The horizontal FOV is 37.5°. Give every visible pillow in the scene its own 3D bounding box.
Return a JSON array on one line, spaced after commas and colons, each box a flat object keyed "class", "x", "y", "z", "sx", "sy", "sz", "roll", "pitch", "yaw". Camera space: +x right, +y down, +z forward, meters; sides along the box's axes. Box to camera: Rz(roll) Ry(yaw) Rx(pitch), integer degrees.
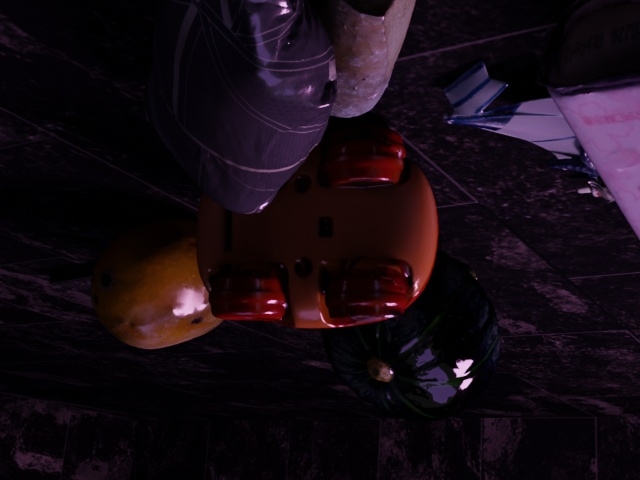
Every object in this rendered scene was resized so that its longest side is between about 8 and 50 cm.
[{"class": "pillow", "x": -0.069, "y": -0.119, "z": 0.710, "sx": 0.161, "sy": 0.092, "sz": 0.335, "roll": 41, "pitch": 161, "yaw": 1}]

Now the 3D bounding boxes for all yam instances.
[{"class": "yam", "x": 0.029, "y": -0.150, "z": 0.687, "sx": 0.068, "sy": 0.068, "sz": 0.169, "roll": 6, "pitch": 163, "yaw": -6}]

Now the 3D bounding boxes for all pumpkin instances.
[{"class": "pumpkin", "x": 0.132, "y": 0.104, "z": 1.259, "sx": 0.248, "sy": 0.248, "sz": 0.248, "roll": 4, "pitch": 162, "yaw": 1}]

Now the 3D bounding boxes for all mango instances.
[{"class": "mango", "x": -0.197, "y": 0.056, "z": 1.243, "sx": 0.177, "sy": 0.175, "sz": 0.329, "roll": 28, "pitch": 179, "yaw": -3}]

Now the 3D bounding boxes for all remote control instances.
[{"class": "remote control", "x": -0.318, "y": 0.052, "z": 1.452, "sx": 0.245, "sy": 0.025, "sz": 0.063, "roll": -9, "pitch": 159, "yaw": 33}]

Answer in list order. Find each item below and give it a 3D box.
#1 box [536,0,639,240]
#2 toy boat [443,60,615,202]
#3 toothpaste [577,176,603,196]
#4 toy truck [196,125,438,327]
[{"class": "box", "x": 0.325, "y": -0.043, "z": 0.700, "sx": 0.190, "sy": 0.112, "sz": 0.369, "roll": -3, "pitch": 141, "yaw": 41}, {"class": "toy boat", "x": 0.256, "y": -0.086, "z": 0.844, "sx": 0.292, "sy": 0.070, "sz": 0.210, "roll": 5, "pitch": 158, "yaw": 10}, {"class": "toothpaste", "x": 0.331, "y": -0.063, "z": 0.961, "sx": 0.140, "sy": 0.021, "sz": 0.037, "roll": -10, "pitch": 162, "yaw": 29}, {"class": "toy truck", "x": 0.000, "y": 0.000, "z": 0.984, "sx": 0.265, "sy": 0.189, "sz": 0.239, "roll": -2, "pitch": 171, "yaw": 17}]
